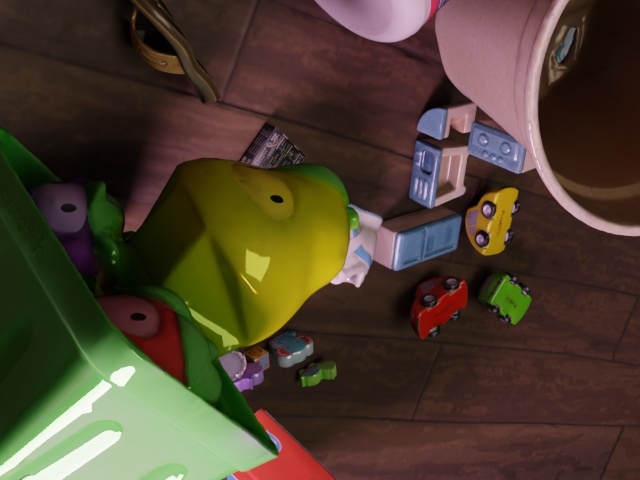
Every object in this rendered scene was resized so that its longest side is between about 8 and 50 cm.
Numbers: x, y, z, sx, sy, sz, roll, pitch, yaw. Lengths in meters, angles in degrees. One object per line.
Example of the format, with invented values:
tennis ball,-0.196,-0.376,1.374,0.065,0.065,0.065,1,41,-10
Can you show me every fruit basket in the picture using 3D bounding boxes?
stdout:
fruit basket,-0.149,0.028,1.113,0.392,0.392,0.283,-54,139,-9

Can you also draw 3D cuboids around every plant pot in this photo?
plant pot,0.287,-0.213,1.370,0.333,0.305,0.334,-10,114,-22

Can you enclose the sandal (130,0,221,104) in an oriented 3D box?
sandal,-0.154,-0.188,1.228,0.049,0.072,0.180,-33,140,0

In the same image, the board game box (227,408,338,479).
board game box,0.022,0.355,1.460,0.064,0.316,0.242,-43,162,-19

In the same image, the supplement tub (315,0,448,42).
supplement tub,0.108,-0.353,1.299,0.272,0.191,0.191,-45,137,-19

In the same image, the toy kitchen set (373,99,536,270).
toy kitchen set,0.172,-0.052,1.554,0.122,0.166,0.207,-18,123,-40

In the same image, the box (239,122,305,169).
box,-0.061,-0.080,1.411,0.083,0.018,0.067,-56,139,-6

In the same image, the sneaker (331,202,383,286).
sneaker,0.000,0.000,1.438,0.228,0.087,0.092,15,85,-58

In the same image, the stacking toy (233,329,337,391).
stacking toy,-0.063,0.145,1.512,0.221,0.052,0.167,-30,130,-33

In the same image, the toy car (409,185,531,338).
toy car,0.223,0.054,1.755,0.239,0.053,0.225,-57,140,-5

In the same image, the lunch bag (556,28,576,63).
lunch bag,0.283,-0.222,1.628,0.129,0.096,0.151,-34,123,-29

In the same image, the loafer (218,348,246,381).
loafer,-0.192,0.154,1.321,0.267,0.084,0.096,-5,117,-30
